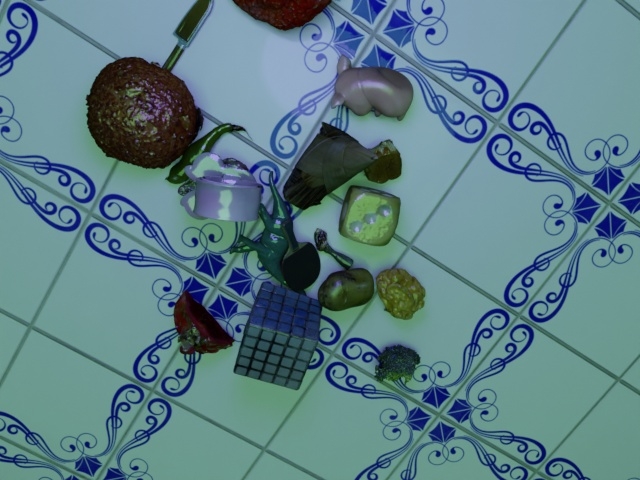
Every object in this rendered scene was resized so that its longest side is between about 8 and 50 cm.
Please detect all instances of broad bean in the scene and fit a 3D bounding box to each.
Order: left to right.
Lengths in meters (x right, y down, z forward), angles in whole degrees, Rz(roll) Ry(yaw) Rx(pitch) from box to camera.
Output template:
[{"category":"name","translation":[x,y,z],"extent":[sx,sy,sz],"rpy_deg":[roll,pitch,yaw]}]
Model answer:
[{"category":"broad bean","translation":[-0.382,-0.287,1.446],"extent":[0.318,0.056,0.098],"rpy_deg":[-30,88,6]}]

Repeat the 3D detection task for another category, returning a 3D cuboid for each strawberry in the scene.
[{"category":"strawberry","translation":[-0.129,-0.763,1.246],"extent":[0.351,0.267,0.312],"rpy_deg":[-1,112,25]}]

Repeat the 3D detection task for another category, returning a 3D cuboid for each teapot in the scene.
[{"category":"teapot","translation":[0.061,0.057,1.553],"extent":[0.110,0.043,0.043],"rpy_deg":[35,101,-7]}]

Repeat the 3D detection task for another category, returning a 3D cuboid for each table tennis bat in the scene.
[{"category":"table tennis bat","translation":[-0.077,0.052,1.503],"extent":[0.154,0.021,0.274],"rpy_deg":[-35,124,-24]}]

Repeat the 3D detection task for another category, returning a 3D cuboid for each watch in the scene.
[{"category":"watch","translation":[-0.293,-0.142,1.300],"extent":[0.248,0.217,0.211],"rpy_deg":[8,102,-9]}]

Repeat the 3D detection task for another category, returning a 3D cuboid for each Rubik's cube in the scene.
[{"category":"Rubik's cube","translation":[-0.140,0.322,1.495],"extent":[0.237,0.237,0.238],"rpy_deg":[17,119,-7]}]

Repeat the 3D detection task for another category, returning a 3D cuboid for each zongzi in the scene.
[{"category":"zongzi","translation":[0.023,-0.192,1.353],"extent":[0.154,0.317,0.289],"rpy_deg":[29,103,-27]}]

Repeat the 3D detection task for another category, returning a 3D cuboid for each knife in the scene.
[{"category":"knife","translation":[-0.430,-0.635,1.376],"extent":[0.061,0.027,0.343],"rpy_deg":[38,101,-5]}]

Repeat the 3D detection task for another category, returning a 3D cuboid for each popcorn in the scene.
[{"category":"popcorn","translation":[0.285,0.186,1.542],"extent":[0.163,0.140,0.194],"rpy_deg":[-16,106,8]}]

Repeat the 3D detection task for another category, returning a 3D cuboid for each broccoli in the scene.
[{"category":"broccoli","translation":[0.282,0.466,1.628],"extent":[0.154,0.167,0.160],"rpy_deg":[14,137,27]}]

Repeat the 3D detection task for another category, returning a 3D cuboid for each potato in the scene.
[{"category":"potato","translation":[0.089,0.170,1.520],"extent":[0.200,0.154,0.137],"rpy_deg":[-12,91,-26]}]

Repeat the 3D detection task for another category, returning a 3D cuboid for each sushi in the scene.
[{"category":"sushi","translation":[-0.332,-0.164,1.454],"extent":[0.241,0.107,0.161],"rpy_deg":[-31,101,1]}]

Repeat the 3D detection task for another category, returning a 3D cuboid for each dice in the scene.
[{"category":"dice","translation":[0.158,-0.083,1.452],"extent":[0.169,0.169,0.166],"rpy_deg":[13,104,-4]}]

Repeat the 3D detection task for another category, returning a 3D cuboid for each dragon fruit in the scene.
[{"category":"dragon fruit","translation":[-0.443,0.323,1.535],"extent":[0.134,0.211,0.262],"rpy_deg":[-40,96,1]}]

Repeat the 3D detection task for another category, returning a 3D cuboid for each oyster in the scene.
[{"category":"oyster","translation":[0.000,-0.003,1.536],"extent":[0.054,0.019,0.083],"rpy_deg":[-17,78,24]}]

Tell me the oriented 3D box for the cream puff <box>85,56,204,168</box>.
[{"category":"cream puff","translation":[-0.548,-0.374,1.334],"extent":[0.350,0.229,0.350],"rpy_deg":[2,109,5]}]

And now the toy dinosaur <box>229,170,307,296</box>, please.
[{"category":"toy dinosaur","translation":[-0.111,0.004,1.521],"extent":[0.331,0.129,0.383],"rpy_deg":[26,101,-18]}]

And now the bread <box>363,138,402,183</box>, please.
[{"category":"bread","translation":[0.196,-0.248,1.433],"extent":[0.128,0.069,0.140],"rpy_deg":[-23,146,0]}]

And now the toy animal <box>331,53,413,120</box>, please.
[{"category":"toy animal","translation":[0.163,-0.457,1.363],"extent":[0.250,0.154,0.166],"rpy_deg":[7,62,-2]}]
